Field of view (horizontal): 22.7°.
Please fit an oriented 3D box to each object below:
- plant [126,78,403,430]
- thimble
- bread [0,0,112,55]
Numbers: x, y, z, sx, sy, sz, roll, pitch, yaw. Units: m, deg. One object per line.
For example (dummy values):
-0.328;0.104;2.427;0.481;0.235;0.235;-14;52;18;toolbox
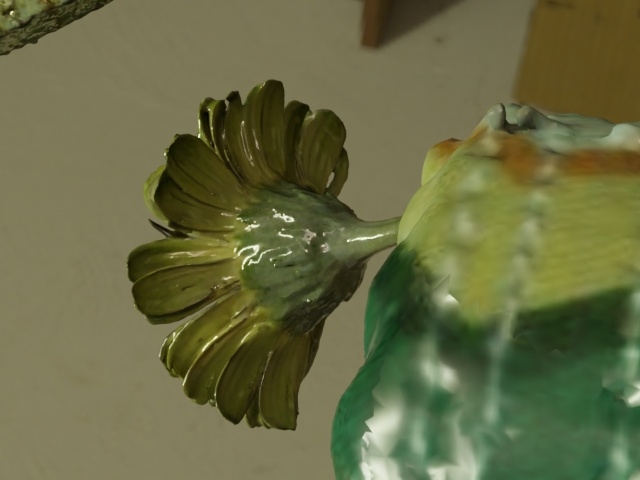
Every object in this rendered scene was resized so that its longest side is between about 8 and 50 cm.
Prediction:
-0.010;0.000;1.454;0.261;0.297;0.306;-38;-71;-77;plant
0.111;0.086;0.699;0.254;0.167;0.288;32;-114;-72;thimble
-0.183;-0.162;0.902;0.110;0.156;0.103;64;170;2;bread
